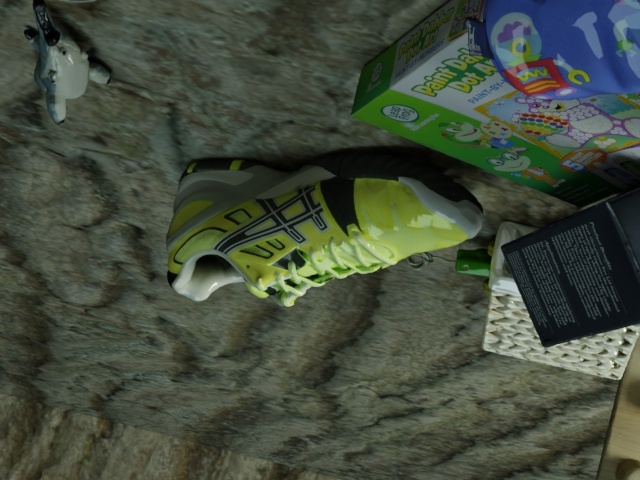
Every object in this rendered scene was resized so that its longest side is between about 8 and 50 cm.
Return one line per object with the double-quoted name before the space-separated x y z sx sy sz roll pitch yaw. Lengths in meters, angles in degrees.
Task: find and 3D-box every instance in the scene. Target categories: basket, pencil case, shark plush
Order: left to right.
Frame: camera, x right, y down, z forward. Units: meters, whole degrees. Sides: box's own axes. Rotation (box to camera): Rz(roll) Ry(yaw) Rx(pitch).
"shark plush" -0.260 -0.172 1.398 0.067 0.073 0.161 41 173 17
"basket" 0.254 0.064 1.554 0.167 0.113 0.103 13 123 5
"pencil case" 0.244 -0.166 0.947 0.306 0.119 0.133 -4 133 44

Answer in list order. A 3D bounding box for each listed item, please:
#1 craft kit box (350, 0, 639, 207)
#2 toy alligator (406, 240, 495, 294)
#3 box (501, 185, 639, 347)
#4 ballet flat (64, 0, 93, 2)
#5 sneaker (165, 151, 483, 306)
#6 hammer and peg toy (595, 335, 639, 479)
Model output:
"craft kit box" 0.187 -0.118 1.231 0.247 0.061 0.250 23 159 -16
"toy alligator" 0.193 0.026 1.649 0.190 0.056 0.051 10 -159 12
"box" 0.285 0.010 1.325 0.153 0.108 0.207 -21 176 -24
"ballet flat" -0.264 -0.251 1.174 0.213 0.072 0.068 20 -172 -16
"sneaker" 0.000 0.000 1.556 0.385 0.147 0.145 -3 153 39
"hammer and peg toy" 0.505 0.196 1.628 0.361 0.265 0.127 12 -177 2
